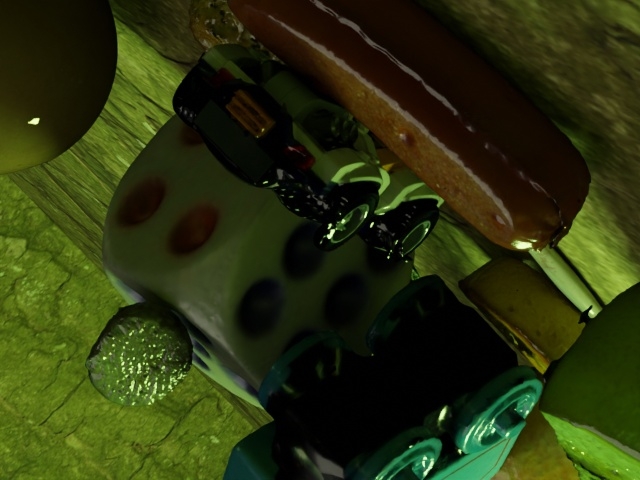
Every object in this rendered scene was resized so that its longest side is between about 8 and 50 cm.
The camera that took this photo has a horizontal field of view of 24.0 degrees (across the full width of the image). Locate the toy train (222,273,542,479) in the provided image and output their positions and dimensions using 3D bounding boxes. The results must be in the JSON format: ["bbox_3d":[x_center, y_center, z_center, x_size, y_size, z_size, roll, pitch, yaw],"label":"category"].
[{"bbox_3d":[0.068,0.194,1.500,0.188,0.300,0.265,45,141,26],"label":"toy train"}]

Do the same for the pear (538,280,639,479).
[{"bbox_3d":[0.340,0.165,1.163,0.282,0.176,0.286,31,168,31],"label":"pear"}]

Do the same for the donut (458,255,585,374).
[{"bbox_3d":[0.217,0.084,1.468,0.178,0.065,0.162,43,178,-17],"label":"donut"}]

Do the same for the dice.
[{"bbox_3d":[-0.066,0.006,1.600,0.251,0.259,0.243,25,161,49],"label":"dice"}]

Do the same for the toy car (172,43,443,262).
[{"bbox_3d":[0.001,-0.077,1.264,0.193,0.118,0.301,45,-170,20],"label":"toy car"}]

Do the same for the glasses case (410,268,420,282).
[{"bbox_3d":[0.000,0.000,1.831,0.272,0.062,0.095,34,172,28],"label":"glasses case"}]

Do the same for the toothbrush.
[{"bbox_3d":[0.171,-0.016,1.350,0.307,0.029,0.025,46,162,-25],"label":"toothbrush"}]

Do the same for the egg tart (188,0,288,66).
[{"bbox_3d":[-0.085,-0.200,1.427,0.130,0.052,0.130,40,170,9],"label":"egg tart"}]

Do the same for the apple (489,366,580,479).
[{"bbox_3d":[0.295,0.279,1.711,0.254,0.179,0.346,-12,136,27],"label":"apple"}]

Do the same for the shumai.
[{"bbox_3d":[-0.179,0.099,1.519,0.099,0.124,0.087,25,-149,-20],"label":"shumai"}]

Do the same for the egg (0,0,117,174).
[{"bbox_3d":[-0.383,-0.221,1.661,0.374,0.301,0.301,10,149,41],"label":"egg"}]

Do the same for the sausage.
[{"bbox_3d":[0.070,-0.123,1.141,0.330,0.102,0.102,41,167,5],"label":"sausage"}]
